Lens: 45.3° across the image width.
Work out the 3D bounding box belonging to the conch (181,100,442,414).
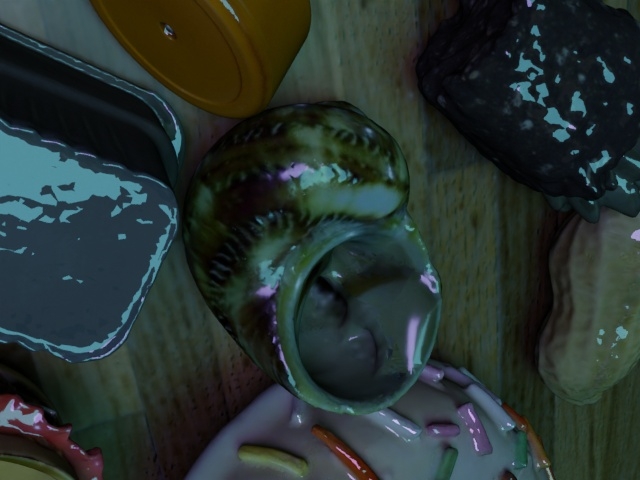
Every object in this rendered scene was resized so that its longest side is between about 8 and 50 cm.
[{"bbox_3d":[-0.001,-0.001,0.504,0.187,0.124,0.182,31,91,-21],"label":"conch"}]

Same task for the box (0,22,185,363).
[{"bbox_3d":[-0.191,-0.040,0.376,0.274,0.178,0.138,21,102,-28],"label":"box"}]

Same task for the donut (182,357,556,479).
[{"bbox_3d":[0.047,0.270,0.577,0.382,0.142,0.383,-7,102,-36],"label":"donut"}]

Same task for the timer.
[{"bbox_3d":[-0.040,-0.167,0.438,0.152,0.132,0.132,-52,123,-20],"label":"timer"}]

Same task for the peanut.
[{"bbox_3d":[0.234,0.049,0.646,0.090,0.098,0.215,-41,142,-58],"label":"peanut"}]

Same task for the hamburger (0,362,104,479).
[{"bbox_3d":[-0.225,0.148,0.462,0.175,0.137,0.175,-11,116,-25],"label":"hamburger"}]

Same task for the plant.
[{"bbox_3d":[0.170,-0.101,0.538,0.194,0.129,0.132,30,96,-28],"label":"plant"}]
